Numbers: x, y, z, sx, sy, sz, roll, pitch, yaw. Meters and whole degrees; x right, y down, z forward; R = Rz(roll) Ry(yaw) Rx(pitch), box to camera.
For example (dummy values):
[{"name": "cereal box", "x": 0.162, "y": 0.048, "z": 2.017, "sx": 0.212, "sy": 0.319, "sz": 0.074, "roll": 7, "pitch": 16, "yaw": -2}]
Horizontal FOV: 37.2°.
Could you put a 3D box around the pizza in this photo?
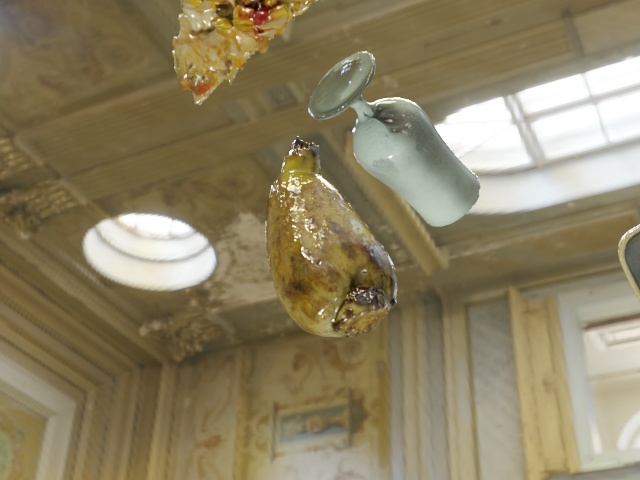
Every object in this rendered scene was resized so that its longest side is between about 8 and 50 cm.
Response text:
[{"name": "pizza", "x": -0.165, "y": -0.365, "z": 1.397, "sx": 0.251, "sy": 0.287, "sz": 0.074, "roll": 47, "pitch": -159, "yaw": -2}]

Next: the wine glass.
[{"name": "wine glass", "x": 0.097, "y": -0.117, "z": 1.162, "sx": 0.231, "sy": 0.103, "sz": 0.103, "roll": 40, "pitch": -142, "yaw": -30}]

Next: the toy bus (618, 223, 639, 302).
[{"name": "toy bus", "x": 0.455, "y": -0.019, "z": 0.816, "sx": 0.177, "sy": 0.365, "sz": 0.202, "roll": 63, "pitch": -159, "yaw": 8}]

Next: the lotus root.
[{"name": "lotus root", "x": 0.000, "y": 0.000, "z": 0.851, "sx": 0.108, "sy": 0.094, "sz": 0.191, "roll": 1, "pitch": -126, "yaw": -39}]
